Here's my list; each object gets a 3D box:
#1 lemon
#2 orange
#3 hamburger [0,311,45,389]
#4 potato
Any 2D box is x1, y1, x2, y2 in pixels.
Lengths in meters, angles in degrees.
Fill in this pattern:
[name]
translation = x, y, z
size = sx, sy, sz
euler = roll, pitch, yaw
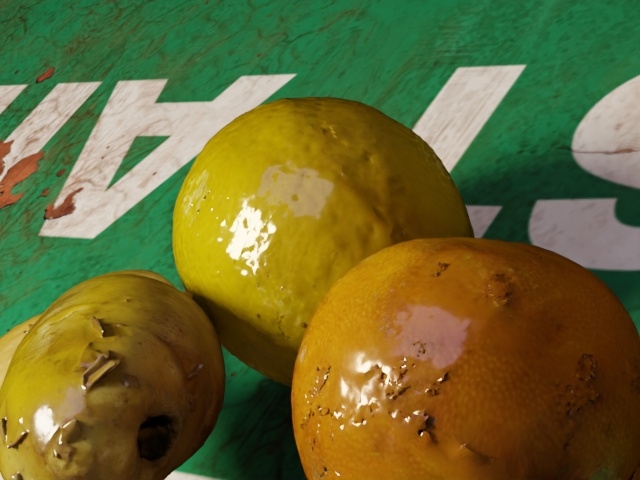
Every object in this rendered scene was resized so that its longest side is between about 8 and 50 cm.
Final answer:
[lemon]
translation = 0.001, 0.002, 1.344
size = 0.236, 0.236, 0.263
euler = -43, 10, -20
[orange]
translation = 0.096, 0.108, 1.106
size = 0.240, 0.240, 0.240
euler = -22, 33, 15
[hamburger]
translation = -0.226, 0.132, 1.454
size = 0.162, 0.115, 0.162
euler = -22, 30, 13
[potato]
translation = -0.153, 0.107, 1.238
size = 0.173, 0.140, 0.300
euler = -30, 12, 3
